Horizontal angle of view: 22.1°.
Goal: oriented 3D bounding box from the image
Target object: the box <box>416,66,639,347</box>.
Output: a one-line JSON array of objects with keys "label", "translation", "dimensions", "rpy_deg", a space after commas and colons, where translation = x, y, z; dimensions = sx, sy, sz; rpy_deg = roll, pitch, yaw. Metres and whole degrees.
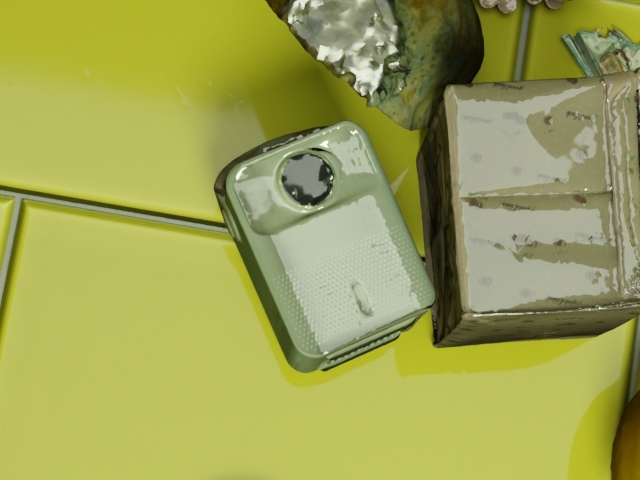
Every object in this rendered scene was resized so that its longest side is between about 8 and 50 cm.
[{"label": "box", "translation": [0.203, -0.020, 1.595], "dimensions": [0.190, 0.297, 0.225], "rpy_deg": [-4, 81, -1]}]

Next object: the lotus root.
[{"label": "lotus root", "translation": [0.042, -0.245, 1.624], "dimensions": [0.267, 0.260, 0.149], "rpy_deg": [39, 101, 5]}]

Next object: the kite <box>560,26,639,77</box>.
[{"label": "kite", "translation": [0.451, -0.150, 1.771], "dimensions": [0.406, 0.014, 0.368], "rpy_deg": [12, 79, 0]}]

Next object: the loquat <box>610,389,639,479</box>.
[{"label": "loquat", "translation": [0.420, 0.215, 1.573], "dimensions": [0.276, 0.284, 0.276], "rpy_deg": [1, 85, -7]}]

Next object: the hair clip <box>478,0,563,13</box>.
[{"label": "hair clip", "translation": [0.205, -0.273, 1.763], "dimensions": [0.214, 0.056, 0.062], "rpy_deg": [0, 96, 5]}]

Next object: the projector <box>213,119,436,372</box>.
[{"label": "projector", "translation": [0.000, 0.000, 1.638], "dimensions": [0.163, 0.177, 0.242], "rpy_deg": [-21, 81, -8]}]
